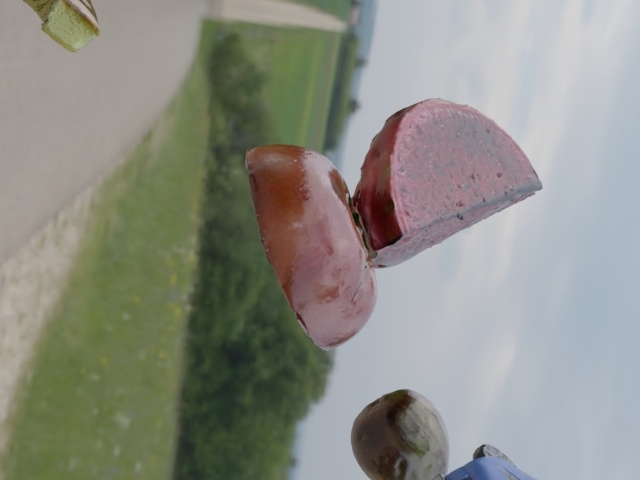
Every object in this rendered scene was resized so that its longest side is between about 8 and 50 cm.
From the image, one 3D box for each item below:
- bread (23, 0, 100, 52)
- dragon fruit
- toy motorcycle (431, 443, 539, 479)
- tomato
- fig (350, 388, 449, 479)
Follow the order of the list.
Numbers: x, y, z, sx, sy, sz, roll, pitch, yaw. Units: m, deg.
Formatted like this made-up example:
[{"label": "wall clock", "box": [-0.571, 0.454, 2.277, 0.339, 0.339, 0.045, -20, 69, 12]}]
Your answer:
[{"label": "bread", "box": [-0.267, -0.249, 1.451, 0.049, 0.088, 0.226, -44, -153, 7]}, {"label": "dragon fruit", "box": [0.121, -0.064, 1.646, 0.163, 0.261, 0.189, 8, -73, 46]}, {"label": "toy motorcycle", "box": [0.214, 0.323, 1.372, 0.125, 0.358, 0.213, -43, -138, 15]}, {"label": "tomato", "box": [0.001, -0.002, 1.505, 0.225, 0.085, 0.225, -22, 90, -83]}, {"label": "fig", "box": [0.102, 0.242, 1.660, 0.103, 0.155, 0.109, -41, -171, -27]}]
